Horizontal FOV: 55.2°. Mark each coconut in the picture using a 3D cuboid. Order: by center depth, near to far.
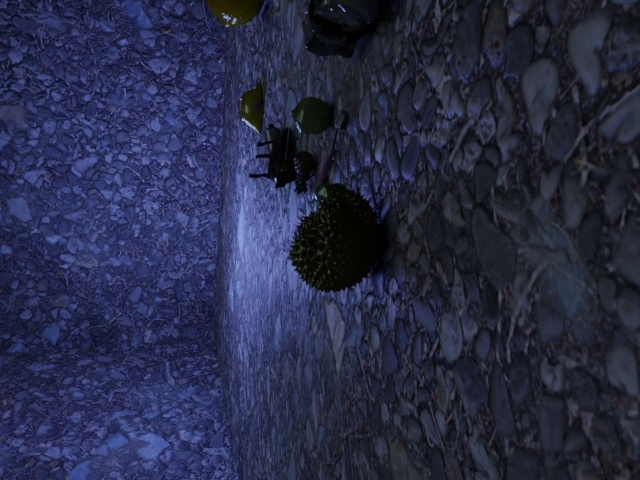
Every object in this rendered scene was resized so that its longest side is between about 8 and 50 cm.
[{"bbox_3d":[-0.023,-0.290,1.422,0.088,0.096,0.088,-167,90,-86],"label":"coconut"}]

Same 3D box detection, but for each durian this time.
[{"bbox_3d":[0.037,0.003,1.108,0.198,0.159,0.146,-59,23,-10],"label":"durian"}]

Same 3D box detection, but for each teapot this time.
[{"bbox_3d":[-0.100,-0.186,1.720,0.110,0.080,0.085,-174,85,-74],"label":"teapot"}]

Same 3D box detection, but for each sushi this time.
[{"bbox_3d":[0.042,-0.431,1.129,0.332,0.124,0.130,148,132,-73],"label":"sushi"}]

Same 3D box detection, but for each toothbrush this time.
[{"bbox_3d":[0.019,-0.184,1.406,0.287,0.020,0.025,110,148,-51],"label":"toothbrush"}]

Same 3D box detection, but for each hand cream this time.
[{"bbox_3d":[-0.144,-0.278,1.948,0.087,0.054,0.186,150,113,-77],"label":"hand cream"}]

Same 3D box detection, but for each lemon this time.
[{"bbox_3d":[-0.303,-0.909,2.178,0.236,0.235,0.263,-111,6,-52],"label":"lemon"}]

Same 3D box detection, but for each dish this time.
[{"bbox_3d":[-0.269,-0.507,2.335,0.149,0.080,0.208,137,130,-68],"label":"dish"}]

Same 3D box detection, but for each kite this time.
[{"bbox_3d":[-0.141,-0.226,1.745,0.310,0.015,0.170,-47,-31,-69],"label":"kite"}]

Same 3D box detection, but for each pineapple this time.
[{"bbox_3d":[-0.046,-0.171,1.585,0.124,0.058,0.058,101,161,-50],"label":"pineapple"}]
